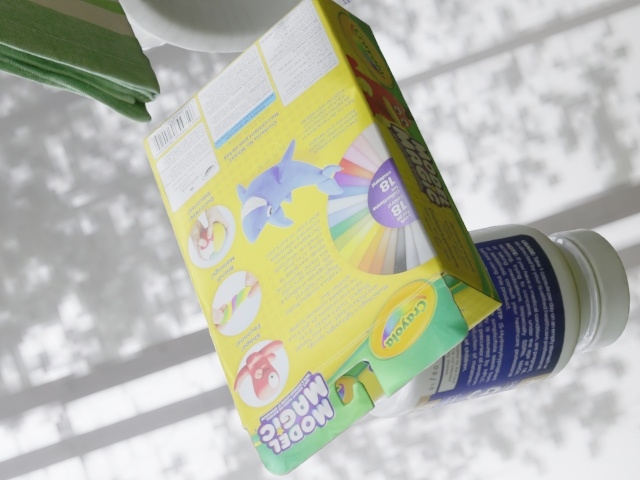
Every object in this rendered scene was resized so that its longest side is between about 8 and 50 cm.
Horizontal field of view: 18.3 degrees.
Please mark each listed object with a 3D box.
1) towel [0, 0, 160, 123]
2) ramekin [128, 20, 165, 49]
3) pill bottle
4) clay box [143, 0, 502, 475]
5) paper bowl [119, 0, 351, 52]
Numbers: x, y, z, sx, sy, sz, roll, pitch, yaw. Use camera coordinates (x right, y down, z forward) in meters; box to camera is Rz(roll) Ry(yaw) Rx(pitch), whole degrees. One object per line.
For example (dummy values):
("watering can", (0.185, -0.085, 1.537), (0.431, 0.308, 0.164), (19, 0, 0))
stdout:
("towel", (-0.243, -0.222, 1.273), (0.248, 0.038, 0.325), (17, -144, -50))
("ramekin", (-0.179, -0.289, 1.739), (0.127, 0.273, 0.273), (-58, -45, -48))
("pill bottle", (0.108, 0.048, 1.323), (0.112, 0.187, 0.112), (29, 124, 55))
("clay box", (0.000, 0.000, 0.955), (0.053, 0.127, 0.222), (27, -148, -46))
("paper bowl", (-0.072, -0.296, 1.489), (0.148, 0.284, 0.284), (49, 169, 43))
